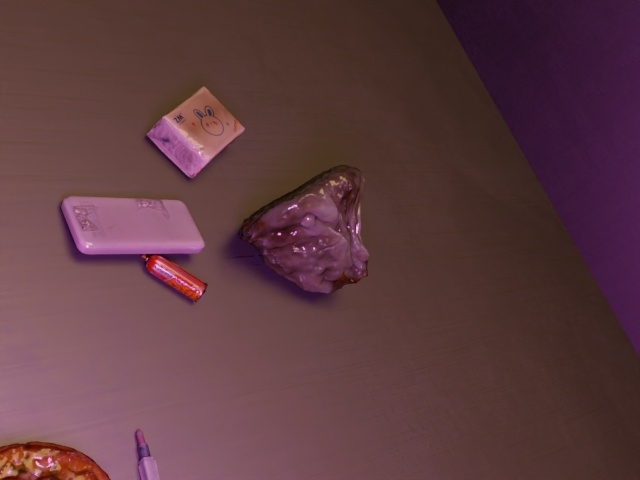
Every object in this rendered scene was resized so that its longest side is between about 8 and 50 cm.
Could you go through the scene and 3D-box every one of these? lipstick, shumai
[{"bbox_3d":[-0.309,0.382,1.558,0.025,0.025,0.107,8,47,-40],"label":"lipstick"},{"bbox_3d":[0.000,0.000,1.986,0.263,0.309,0.304,60,5,-9],"label":"shumai"}]

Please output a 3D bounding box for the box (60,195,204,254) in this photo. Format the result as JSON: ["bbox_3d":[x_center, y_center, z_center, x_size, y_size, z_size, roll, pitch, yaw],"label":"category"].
[{"bbox_3d":[-0.377,-0.031,1.800,0.285,0.044,0.142,1,46,-42],"label":"box"}]

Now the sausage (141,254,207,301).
[{"bbox_3d":[-0.302,0.069,1.803,0.145,0.050,0.048,35,69,-16],"label":"sausage"}]

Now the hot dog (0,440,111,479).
[{"bbox_3d":[-0.423,0.413,1.345,0.272,0.122,0.196,15,43,-33],"label":"hot dog"}]

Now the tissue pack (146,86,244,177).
[{"bbox_3d":[-0.286,-0.253,2.048,0.148,0.092,0.196,45,39,-7],"label":"tissue pack"}]
